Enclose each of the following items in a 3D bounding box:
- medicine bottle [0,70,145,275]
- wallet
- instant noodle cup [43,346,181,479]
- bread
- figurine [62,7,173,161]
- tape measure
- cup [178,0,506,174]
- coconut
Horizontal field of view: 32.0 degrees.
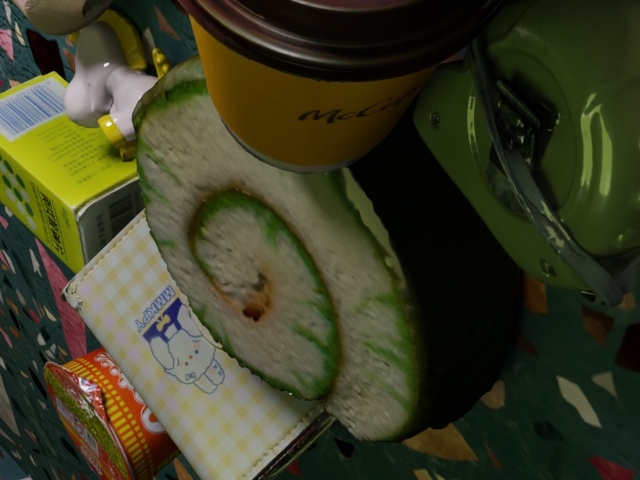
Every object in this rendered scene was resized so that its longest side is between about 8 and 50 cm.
[{"bbox_3d":[-0.294,-0.078,1.332,0.250,0.141,0.137,38,144,32],"label":"medicine bottle"},{"bbox_3d":[-0.118,0.105,1.185,0.223,0.077,0.309,-45,73,18],"label":"wallet"},{"bbox_3d":[-0.190,0.173,1.336,0.193,0.212,0.193,39,147,32],"label":"instant noodle cup"},{"bbox_3d":[0.000,0.000,0.950,0.382,0.129,0.366,55,149,3],"label":"bread"},{"bbox_3d":[-0.212,-0.168,1.181,0.178,0.109,0.129,39,120,32],"label":"figurine"},{"bbox_3d":[0.141,-0.065,0.663,0.175,0.106,0.200,107,145,-47],"label":"tape measure"},{"bbox_3d":[0.002,-0.144,0.648,0.196,0.196,0.279,53,165,10],"label":"cup"},{"bbox_3d":[-0.256,-0.267,1.106,0.122,0.116,0.116,51,151,19],"label":"coconut"}]
